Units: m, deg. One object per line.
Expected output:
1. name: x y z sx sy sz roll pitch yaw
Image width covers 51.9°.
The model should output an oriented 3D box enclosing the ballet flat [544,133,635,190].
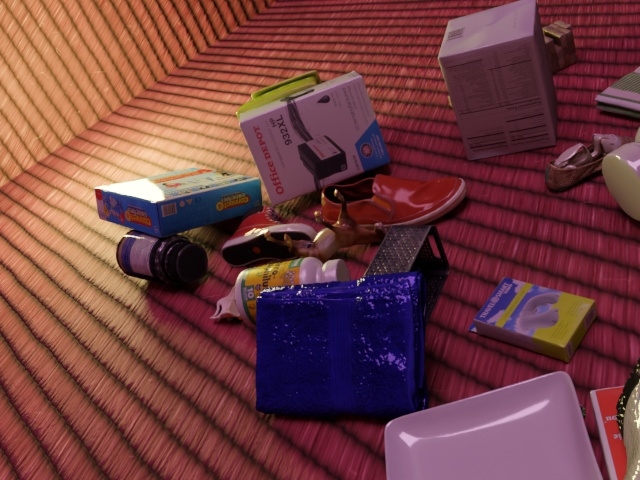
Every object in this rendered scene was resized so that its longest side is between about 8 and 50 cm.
1. ballet flat: 0.534 -0.168 1.292 0.206 0.067 0.073 -29 33 -5

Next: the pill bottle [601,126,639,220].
1. pill bottle: 0.651 -0.161 1.103 0.318 0.176 0.176 -28 33 0

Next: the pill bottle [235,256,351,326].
1. pill bottle: -0.050 0.096 1.275 0.208 0.118 0.118 -11 36 21

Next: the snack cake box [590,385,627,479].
1. snack cake box: 0.469 0.239 0.763 0.264 0.089 0.152 -13 37 19

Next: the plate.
1. plate: 0.218 0.319 0.839 0.277 0.045 0.278 -22 34 19

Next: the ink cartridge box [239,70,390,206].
1. ink cartridge box: -0.016 -0.246 1.588 0.307 0.223 0.129 -20 19 2

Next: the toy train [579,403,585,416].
1. toy train: 0.334 0.254 0.889 0.017 0.024 0.083 14 51 45

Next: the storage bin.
1. storage bin: 0.153 0.067 1.175 0.084 0.122 0.180 2 42 34

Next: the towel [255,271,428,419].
1. towel: 0.023 0.171 1.068 0.308 0.076 0.228 -8 73 30

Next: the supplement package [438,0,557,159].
1. supplement package: 0.400 -0.353 1.455 0.198 0.263 0.199 -8 37 26

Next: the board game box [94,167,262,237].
1. board game box: -0.361 -0.107 1.677 0.308 0.086 0.302 -19 22 -41

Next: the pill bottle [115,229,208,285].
1. pill bottle: -0.374 0.041 1.560 0.219 0.123 0.123 8 46 38

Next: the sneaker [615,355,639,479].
1. sneaker: 0.378 0.210 0.724 0.086 0.085 0.237 17 44 12

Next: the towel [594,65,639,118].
1. towel: 0.787 -0.346 1.399 0.325 0.038 0.248 -35 36 -16

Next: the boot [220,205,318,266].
1. boot: -0.099 -0.034 1.519 0.244 0.088 0.176 -10 35 29

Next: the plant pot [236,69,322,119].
1. plant pot: -0.069 -0.316 1.765 0.228 0.227 0.207 -18 28 12

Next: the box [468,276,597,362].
1. box: 0.334 0.121 1.056 0.178 0.042 0.109 15 50 44

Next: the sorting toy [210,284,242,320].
1. sorting toy: -0.196 0.141 1.385 0.075 0.045 0.083 -15 35 29

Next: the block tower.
1. block tower: 0.487 -0.440 1.671 0.335 0.097 0.091 -27 33 0

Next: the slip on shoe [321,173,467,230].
1. slip on shoe: 0.149 -0.092 1.416 0.331 0.101 0.123 -6 36 25

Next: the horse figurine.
1. horse figurine: 0.000 0.000 1.363 0.263 0.174 0.066 -32 50 16
